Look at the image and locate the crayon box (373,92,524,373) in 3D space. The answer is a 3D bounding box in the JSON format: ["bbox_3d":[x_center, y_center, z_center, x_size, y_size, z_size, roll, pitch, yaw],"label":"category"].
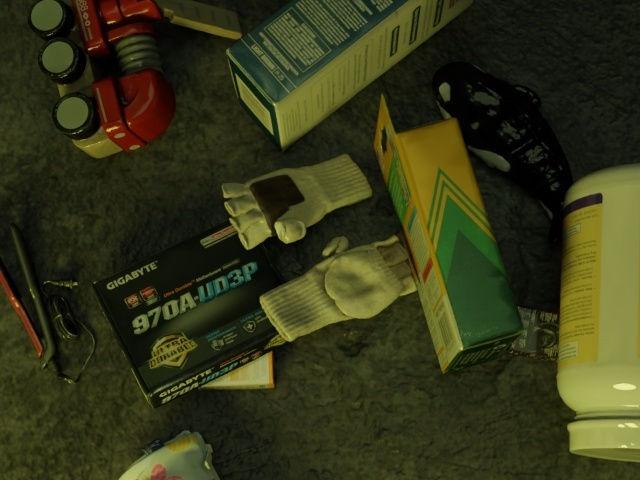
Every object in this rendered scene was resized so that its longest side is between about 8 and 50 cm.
[{"bbox_3d":[0.152,-0.012,1.463,0.083,0.203,0.323,-16,77,-4],"label":"crayon box"}]

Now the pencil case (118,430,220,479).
[{"bbox_3d":[-0.133,0.365,1.419,0.124,0.113,0.273,-28,76,-27],"label":"pencil case"}]

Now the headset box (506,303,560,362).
[{"bbox_3d":[0.287,0.121,1.518,0.083,0.032,0.062,11,77,2],"label":"headset box"}]

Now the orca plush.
[{"bbox_3d":[0.248,-0.129,1.543,0.151,0.102,0.287,-23,77,-5],"label":"orca plush"}]

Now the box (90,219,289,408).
[{"bbox_3d":[-0.152,0.087,1.489,0.220,0.051,0.175,-25,65,-13],"label":"box"}]

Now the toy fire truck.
[{"bbox_3d":[-0.230,-0.241,1.566,0.246,0.158,0.217,-18,76,6],"label":"toy fire truck"}]

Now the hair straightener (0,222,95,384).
[{"bbox_3d":[-0.354,0.078,1.523,0.089,0.047,0.230,-26,78,-6],"label":"hair straightener"}]

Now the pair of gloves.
[{"bbox_3d":[0.000,0.000,1.497,0.204,0.042,0.240,-16,63,-19],"label":"pair of gloves"}]

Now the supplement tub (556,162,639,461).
[{"bbox_3d":[0.407,0.094,1.417,0.241,0.241,0.331,5,77,1],"label":"supplement tub"}]

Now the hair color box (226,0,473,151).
[{"bbox_3d":[0.047,-0.283,1.546,0.347,0.174,0.105,-38,78,-9],"label":"hair color box"}]

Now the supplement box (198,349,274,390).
[{"bbox_3d":[-0.109,0.158,1.507,0.098,0.036,0.062,-1,74,0],"label":"supplement box"}]
